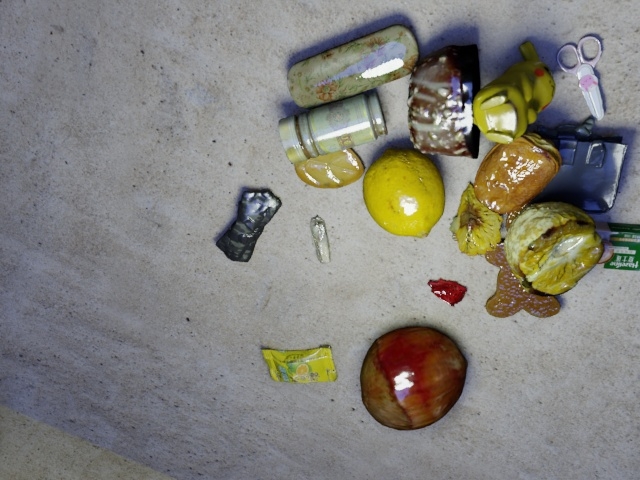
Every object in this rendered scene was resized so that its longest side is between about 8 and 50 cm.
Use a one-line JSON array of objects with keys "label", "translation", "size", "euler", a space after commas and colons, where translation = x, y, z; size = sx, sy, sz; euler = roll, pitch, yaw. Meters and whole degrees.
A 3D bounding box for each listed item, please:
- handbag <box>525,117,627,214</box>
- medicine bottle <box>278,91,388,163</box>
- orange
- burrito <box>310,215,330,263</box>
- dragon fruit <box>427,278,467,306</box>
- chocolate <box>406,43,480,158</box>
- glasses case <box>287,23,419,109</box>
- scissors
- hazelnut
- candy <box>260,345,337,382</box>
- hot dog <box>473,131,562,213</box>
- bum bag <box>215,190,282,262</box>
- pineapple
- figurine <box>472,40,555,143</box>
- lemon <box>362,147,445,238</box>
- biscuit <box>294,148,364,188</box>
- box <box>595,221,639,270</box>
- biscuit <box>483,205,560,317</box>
[{"label": "handbag", "translation": [0.732, -0.233, 1.748], "size": [0.326, 0.118, 0.269], "euler": [8, 120, 15]}, {"label": "medicine bottle", "translation": [0.042, -0.358, 1.832], "size": [0.323, 0.151, 0.151], "euler": [-15, 111, 11]}, {"label": "orange", "translation": [0.688, 0.006, 1.741], "size": [0.271, 0.210, 0.369], "euler": [-32, 135, 14]}, {"label": "burrito", "translation": [0.000, -0.001, 2.106], "size": [0.058, 0.045, 0.188], "euler": [-13, 112, -7]}, {"label": "dragon fruit", "translation": [0.453, 0.169, 2.057], "size": [0.131, 0.097, 0.063], "euler": [37, 118, 18]}, {"label": "chocolate", "translation": [0.361, -0.401, 1.712], "size": [0.210, 0.225, 0.340], "euler": [3, 117, 23]}, {"label": "glasses case", "translation": [0.096, -0.533, 1.781], "size": [0.426, 0.098, 0.156], "euler": [-15, 112, 21]}, {"label": "scissors", "translation": [0.774, -0.462, 1.670], "size": [0.118, 0.030, 0.242], "euler": [-18, 108, 24]}, {"label": "hazelnut", "translation": [0.339, 0.502, 2.107], "size": [0.421, 0.353, 0.420], "euler": [-9, 117, -19]}, {"label": "candy", "translation": [-0.086, 0.511, 2.362], "size": [0.297, 0.081, 0.187], "euler": [-4, 116, 17]}, {"label": "hot dog", "translation": [0.577, -0.205, 1.688], "size": [0.196, 0.122, 0.272], "euler": [34, 133, 6]}, {"label": "bum bag", "translation": [-0.272, -0.052, 2.126], "size": [0.144, 0.095, 0.340], "euler": [25, 122, -15]}, {"label": "pineapple", "translation": [0.513, -0.035, 1.904], "size": [0.140, 0.249, 0.164], "euler": [10, 151, -11]}, {"label": "figurine", "translation": [0.548, -0.396, 1.611], "size": [0.169, 0.327, 0.218], "euler": [21, 140, 46]}, {"label": "lemon", "translation": [0.268, -0.145, 1.829], "size": [0.258, 0.258, 0.310], "euler": [-31, 75, 26]}, {"label": "biscuit", "translation": [0.024, -0.265, 1.967], "size": [0.260, 0.041, 0.202], "euler": [16, 118, 10]}, {"label": "box", "translation": [0.925, 0.016, 1.843], "size": [0.199, 0.081, 0.135], "euler": [5, 117, 15]}, {"label": "biscuit", "translation": [0.697, 0.065, 1.937], "size": [0.283, 0.064, 0.431], "euler": [0, 112, 16]}]
